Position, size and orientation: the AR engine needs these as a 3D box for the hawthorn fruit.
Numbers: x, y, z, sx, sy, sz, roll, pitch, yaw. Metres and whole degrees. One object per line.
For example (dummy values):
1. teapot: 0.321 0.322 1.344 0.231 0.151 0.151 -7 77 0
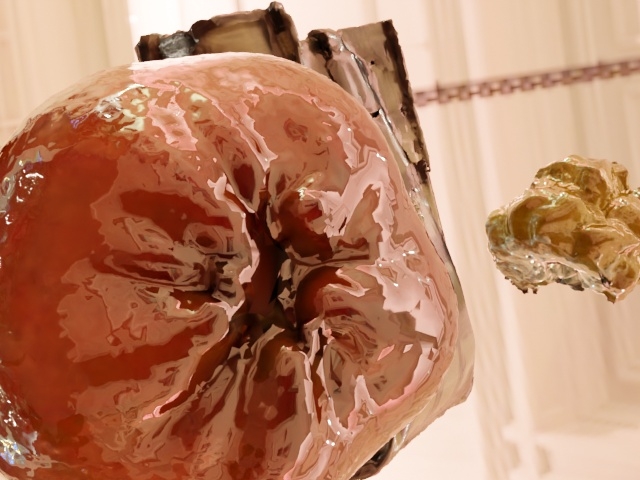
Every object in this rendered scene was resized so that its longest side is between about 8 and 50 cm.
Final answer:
1. hawthorn fruit: -0.065 0.028 0.763 0.261 0.224 0.224 178 -98 -67

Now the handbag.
1. handbag: 0.000 0.000 1.243 0.162 0.325 0.327 -13 -89 16

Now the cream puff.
1. cream puff: 0.226 -0.018 1.499 0.156 0.156 0.121 30 -29 53
